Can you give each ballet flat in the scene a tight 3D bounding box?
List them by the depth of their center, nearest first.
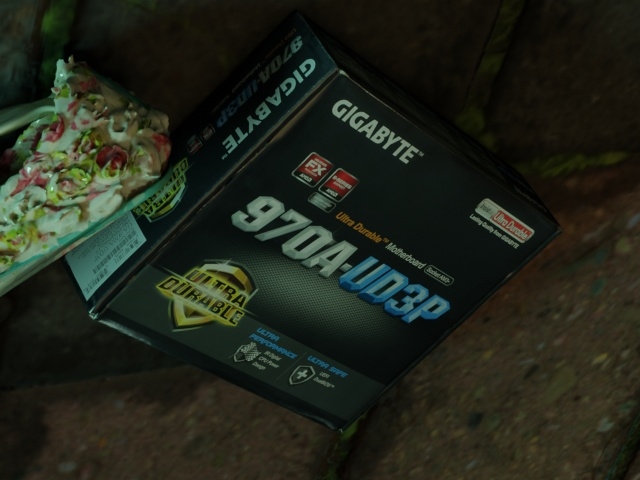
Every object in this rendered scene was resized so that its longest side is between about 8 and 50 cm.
[{"bbox_3d":[-0.176,0.001,0.886,0.241,0.091,0.077,-37,111,-1],"label":"ballet flat"}]

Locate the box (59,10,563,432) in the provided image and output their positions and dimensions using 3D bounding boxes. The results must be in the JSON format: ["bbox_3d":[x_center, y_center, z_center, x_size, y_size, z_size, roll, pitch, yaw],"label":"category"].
[{"bbox_3d":[0.000,0.000,1.011,0.175,0.051,0.220,-44,140,13],"label":"box"}]
